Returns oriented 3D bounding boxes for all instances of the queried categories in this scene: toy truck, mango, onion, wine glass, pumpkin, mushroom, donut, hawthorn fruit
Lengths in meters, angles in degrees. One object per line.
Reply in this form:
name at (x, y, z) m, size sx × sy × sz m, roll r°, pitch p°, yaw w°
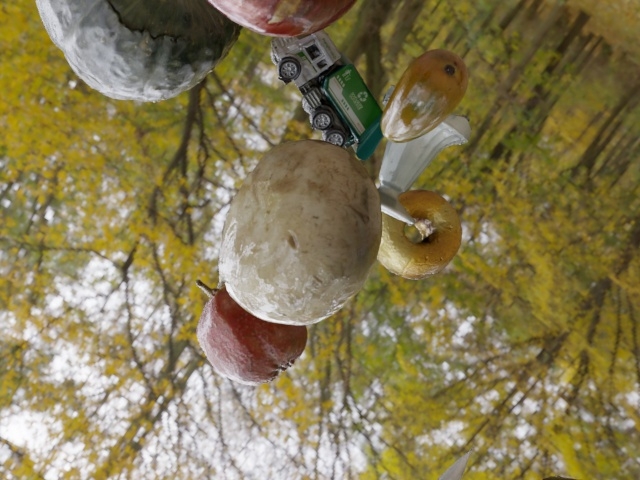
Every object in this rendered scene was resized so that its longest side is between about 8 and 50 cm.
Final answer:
toy truck at (0.017, -0.254, 1.463) m, size 0.253 × 0.124 × 0.114 m, roll 56°, pitch -174°, yaw -29°
mango at (0.145, -0.201, 1.215) m, size 0.089 × 0.163 × 0.111 m, roll 36°, pitch -156°, yaw -4°
onion at (-0.042, -0.342, 0.916) m, size 0.248 × 0.161 × 0.248 m, roll 7°, pitch -115°, yaw -16°
wine glass at (0.141, -0.141, 1.414) m, size 0.165 × 0.196 × 0.165 m, roll 29°, pitch -179°, yaw -1°
pumpkin at (-0.239, -0.358, 1.163) m, size 0.292 × 0.327 × 0.257 m, roll -20°, pitch -170°, yaw -30°
mushroom at (0.000, 0.000, 1.119) m, size 0.195 × 0.253 × 0.189 m, roll 22°, pitch 180°, yaw -40°
donut at (0.186, -0.018, 1.591) m, size 0.190 × 0.074 × 0.174 m, roll -8°, pitch -105°, yaw -29°
hawthorn fruit at (-0.152, 0.162, 1.675) m, size 0.253 × 0.205 × 0.205 m, roll 49°, pitch -159°, yaw 10°

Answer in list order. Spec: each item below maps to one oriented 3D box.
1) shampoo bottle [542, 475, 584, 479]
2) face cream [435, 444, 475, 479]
shampoo bottle at (0.214, 0.141, 0.322) m, size 0.278 × 0.104 × 0.104 m, roll 0°, pitch 175°, yaw 36°
face cream at (0.205, 0.477, 1.542) m, size 0.058 × 0.243 × 0.092 m, roll 36°, pitch 163°, yaw 17°
